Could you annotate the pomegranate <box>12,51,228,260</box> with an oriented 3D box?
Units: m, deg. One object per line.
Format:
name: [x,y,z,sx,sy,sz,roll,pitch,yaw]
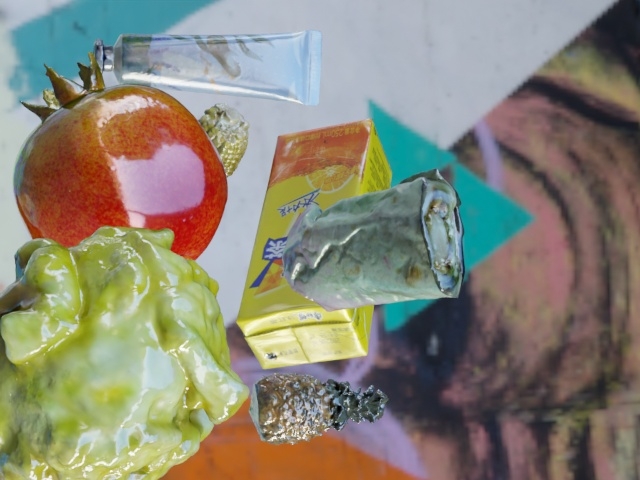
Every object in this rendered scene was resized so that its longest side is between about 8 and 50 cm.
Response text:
pomegranate: [-0.219,-0.073,1.556,0.221,0.221,0.257,-32,-99,54]

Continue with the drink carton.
drink carton: [0.000,0.000,1.987,0.154,0.111,0.351,-9,-137,19]

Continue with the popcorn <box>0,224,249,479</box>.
popcorn: [-0.186,0.105,1.272,0.256,0.255,0.195,-64,172,-7]

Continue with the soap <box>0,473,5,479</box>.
soap: [-0.458,0.389,1.930,0.293,0.156,0.335,26,-78,10]

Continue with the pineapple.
pineapple: [0.001,0.233,2.084,0.108,0.197,0.108,178,-90,-80]

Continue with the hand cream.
hand cream: [-0.131,-0.211,1.746,0.058,0.271,0.091,-167,-101,-77]

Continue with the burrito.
burrito: [0.051,0.009,1.635,0.229,0.089,0.144,-14,-104,39]

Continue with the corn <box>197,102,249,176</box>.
corn: [-0.182,-0.099,2.192,0.288,0.086,0.086,-51,-132,47]
